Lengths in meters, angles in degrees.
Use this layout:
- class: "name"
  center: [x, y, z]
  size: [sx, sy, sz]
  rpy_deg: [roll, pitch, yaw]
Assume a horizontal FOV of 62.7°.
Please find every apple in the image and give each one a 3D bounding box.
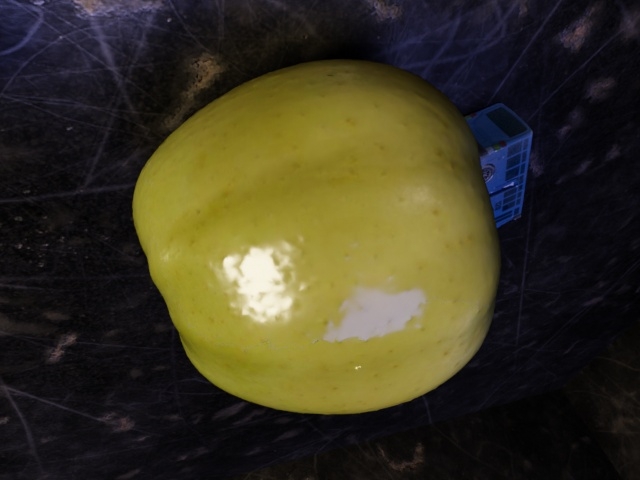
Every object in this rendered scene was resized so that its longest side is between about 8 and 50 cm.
- class: "apple"
  center: [0.000, 0.000, 0.703]
  size: [0.474, 0.473, 0.473]
  rpy_deg: [-15, 142, -12]

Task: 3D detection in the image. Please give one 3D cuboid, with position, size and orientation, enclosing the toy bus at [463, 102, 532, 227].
- class: "toy bus"
  center: [0.313, -0.124, 0.984]
  size: [0.134, 0.116, 0.234]
  rpy_deg: [-25, 141, -5]
